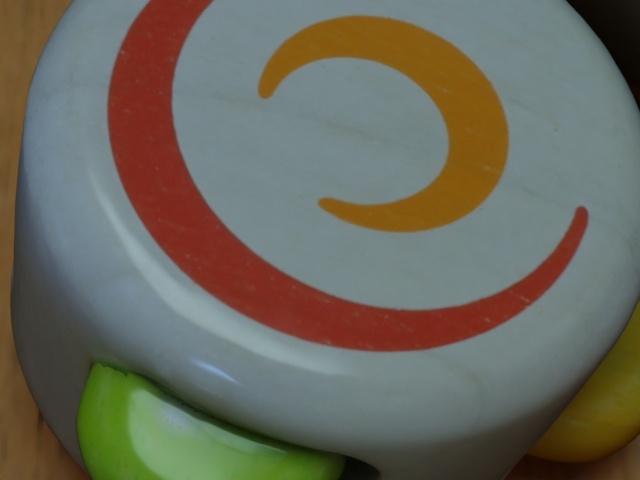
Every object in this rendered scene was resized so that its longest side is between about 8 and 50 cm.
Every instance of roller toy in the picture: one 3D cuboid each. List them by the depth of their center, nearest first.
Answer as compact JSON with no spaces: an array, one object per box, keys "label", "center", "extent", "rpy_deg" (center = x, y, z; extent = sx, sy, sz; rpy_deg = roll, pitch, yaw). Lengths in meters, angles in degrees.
[{"label":"roller toy","center":[0.000,0.000,0.555],"extent":[0.209,0.146,0.191],"rpy_deg":[-17,66,-21]}]

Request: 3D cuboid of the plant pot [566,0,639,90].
[{"label":"plant pot","center":[0.232,-0.102,0.573],"extent":[0.323,0.323,0.280],"rpy_deg":[-21,75,-17]}]
